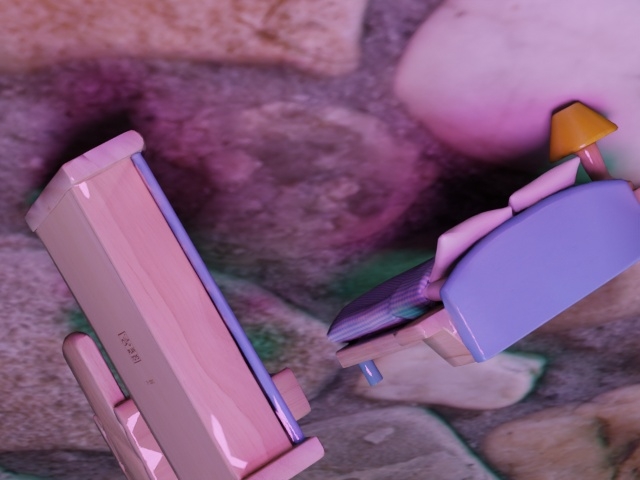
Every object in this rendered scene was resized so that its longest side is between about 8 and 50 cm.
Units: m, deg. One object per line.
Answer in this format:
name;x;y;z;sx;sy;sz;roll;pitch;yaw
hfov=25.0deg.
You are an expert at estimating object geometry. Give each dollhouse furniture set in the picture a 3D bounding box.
dollhouse furniture set;0.000;0.000;0.895;0.303;0.198;0.286;-29;-179;-23
